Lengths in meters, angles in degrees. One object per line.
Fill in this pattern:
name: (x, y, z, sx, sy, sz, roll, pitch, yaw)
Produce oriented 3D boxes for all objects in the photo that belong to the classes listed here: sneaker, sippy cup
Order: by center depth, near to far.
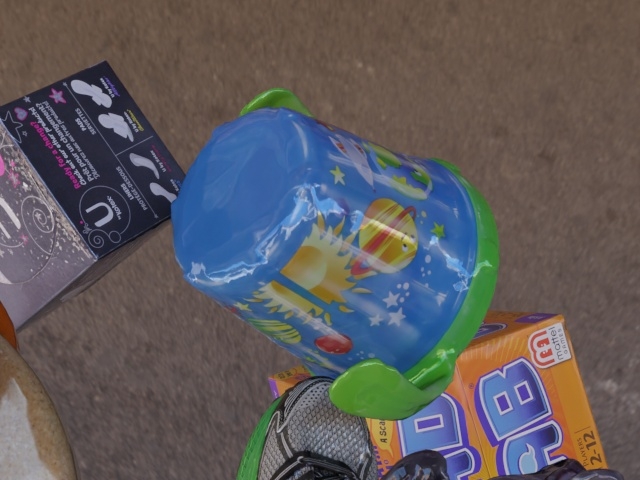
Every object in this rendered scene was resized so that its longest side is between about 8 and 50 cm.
sneaker: (0.012, 0.255, 0.918, 0.134, 0.146, 0.343, 13, 50, -18)
sippy cup: (0.000, 0.000, 1.019, 0.305, 0.224, 0.240, 22, 86, 47)

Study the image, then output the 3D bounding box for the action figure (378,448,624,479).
action figure: (0.089, 0.207, 0.370, 0.164, 0.141, 0.276, -7, 56, -23)

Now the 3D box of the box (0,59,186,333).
box: (-0.262, -0.028, 1.100, 0.142, 0.247, 0.163, -37, 93, -44)

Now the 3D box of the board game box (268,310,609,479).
board game box: (0.178, 0.325, 1.745, 0.356, 0.356, 0.356, -18, 93, -17)

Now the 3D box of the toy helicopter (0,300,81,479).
toy helicopter: (-0.260, 0.130, 0.406, 0.355, 0.140, 0.235, -11, 77, -12)
